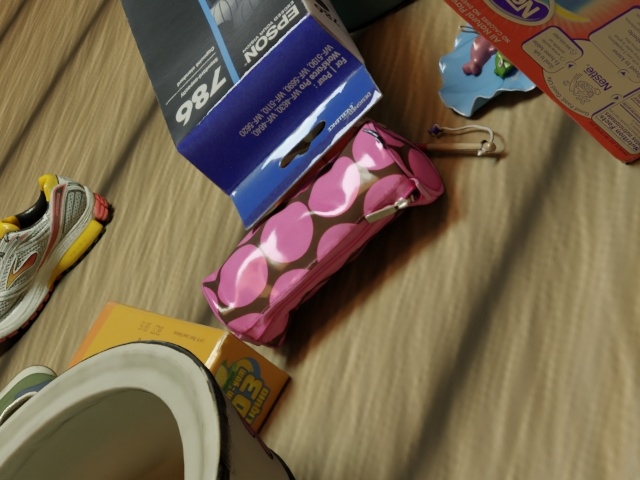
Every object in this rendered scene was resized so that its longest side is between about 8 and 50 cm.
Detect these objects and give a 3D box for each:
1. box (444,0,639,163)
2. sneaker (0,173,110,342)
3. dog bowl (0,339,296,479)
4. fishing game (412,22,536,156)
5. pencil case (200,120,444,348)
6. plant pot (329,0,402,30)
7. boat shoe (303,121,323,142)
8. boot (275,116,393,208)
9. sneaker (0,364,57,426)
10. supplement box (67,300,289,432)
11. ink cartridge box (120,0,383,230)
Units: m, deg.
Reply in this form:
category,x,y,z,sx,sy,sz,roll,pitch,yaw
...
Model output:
category,x,y,z,sx,sy,sz,roll,pitch,yaw
box,0.164,-0.207,0.972,0.154,0.300,0.142,-32,35,34
sneaker,-0.337,0.021,1.673,0.225,0.093,0.088,-52,28,-1
dog bowl,-0.159,0.278,1.040,0.408,0.150,0.408,-36,32,26
fishing game,0.159,-0.182,1.232,0.264,0.041,0.189,-58,26,-12
pencil case,0.000,0.000,1.203,0.209,0.095,0.098,-45,42,17
plant pot,0.015,-0.310,1.476,0.234,0.165,0.165,-2,55,49
boat shoe,-0.074,-0.171,1.499,0.091,0.109,0.305,-55,34,-9
boot,0.008,-0.051,1.282,0.158,0.059,0.084,-31,35,56
sneaker,-0.313,0.206,1.444,0.192,0.064,0.086,-51,22,-7
supplement box,-0.125,0.111,1.267,0.078,0.080,0.233,-59,27,-13
ink cartridge box,-0.071,-0.172,1.289,0.165,0.065,0.332,-45,41,16
